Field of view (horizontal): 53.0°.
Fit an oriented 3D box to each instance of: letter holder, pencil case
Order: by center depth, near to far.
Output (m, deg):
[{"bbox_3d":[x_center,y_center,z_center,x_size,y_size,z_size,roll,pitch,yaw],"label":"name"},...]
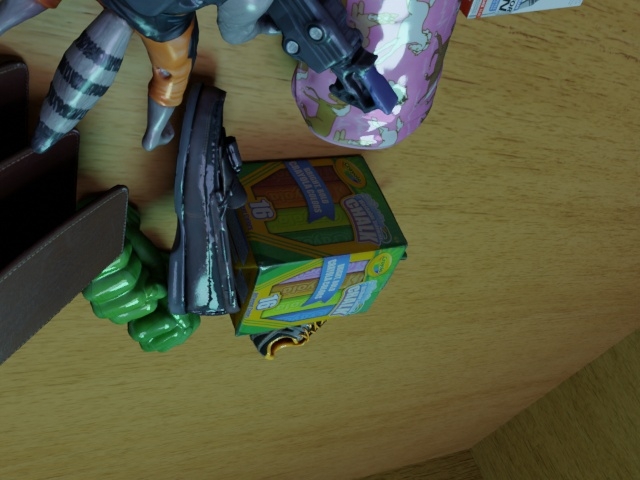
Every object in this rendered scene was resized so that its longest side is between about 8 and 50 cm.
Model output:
[{"bbox_3d":[-0.327,-0.005,0.589,0.302,0.152,0.214,-54,172,-45],"label":"letter holder"},{"bbox_3d":[0.053,-0.257,0.614,0.160,0.167,0.386,-47,158,-27],"label":"pencil case"}]

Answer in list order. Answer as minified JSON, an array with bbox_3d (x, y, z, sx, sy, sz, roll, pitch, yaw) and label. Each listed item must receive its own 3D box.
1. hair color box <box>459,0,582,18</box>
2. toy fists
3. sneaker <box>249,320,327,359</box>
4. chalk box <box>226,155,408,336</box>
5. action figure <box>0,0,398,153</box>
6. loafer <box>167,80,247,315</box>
[{"bbox_3d":[0.244,-0.320,0.750,0.167,0.053,0.093,-14,147,-19],"label":"hair color box"},{"bbox_3d":[-0.246,0.061,0.887,0.096,0.142,0.279,-14,150,4],"label":"toy fists"},{"bbox_3d":[-0.036,0.160,1.251,0.214,0.083,0.084,-27,147,2],"label":"sneaker"},{"bbox_3d":[0.000,0.000,0.945,0.288,0.180,0.179,-9,146,-26],"label":"chalk box"},{"bbox_3d":[-0.094,-0.177,0.524,0.341,0.179,0.330,43,132,-19],"label":"action figure"},{"bbox_3d":[-0.128,-0.040,0.788,0.095,0.109,0.303,9,116,-4],"label":"loafer"}]
